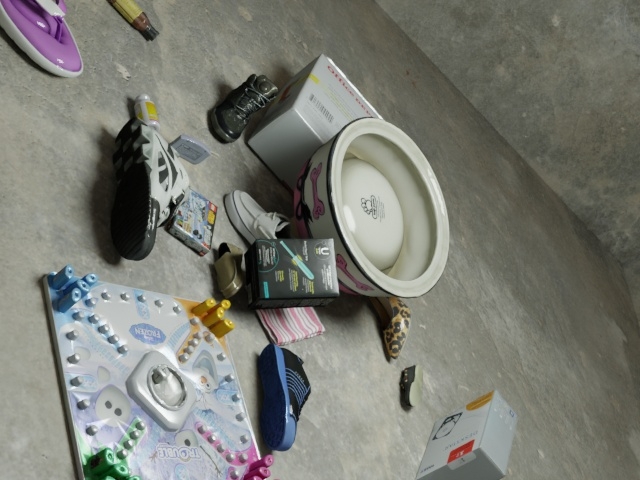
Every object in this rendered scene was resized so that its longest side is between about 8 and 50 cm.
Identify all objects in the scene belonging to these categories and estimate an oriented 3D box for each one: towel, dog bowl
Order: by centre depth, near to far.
[{"bbox_3d":[-0.068,0.141,1.950,0.197,0.029,0.144,-6,65,-59],"label":"towel"},{"bbox_3d":[0.107,-0.057,2.069,0.408,0.150,0.408,20,62,-43],"label":"dog bowl"}]

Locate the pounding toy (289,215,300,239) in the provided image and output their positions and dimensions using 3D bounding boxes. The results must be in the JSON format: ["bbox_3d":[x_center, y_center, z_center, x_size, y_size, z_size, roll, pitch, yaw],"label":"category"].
[{"bbox_3d":[0.006,0.000,2.149,0.181,0.094,0.206,34,35,-34],"label":"pounding toy"}]

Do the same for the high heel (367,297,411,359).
[{"bbox_3d":[0.118,0.148,2.212,0.186,0.093,0.261,17,55,-18],"label":"high heel"}]

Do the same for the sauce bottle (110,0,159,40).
[{"bbox_3d":[-0.415,-0.503,2.104,0.128,0.042,0.042,48,28,-18],"label":"sauce bottle"}]

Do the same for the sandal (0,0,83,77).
[{"bbox_3d":[-0.567,-0.502,1.799,0.416,0.102,0.169,60,28,9],"label":"sandal"}]

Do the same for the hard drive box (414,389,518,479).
[{"bbox_3d":[0.324,0.454,2.055,0.089,0.181,0.232,51,27,-7],"label":"hard drive box"}]

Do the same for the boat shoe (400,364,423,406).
[{"bbox_3d":[0.207,0.337,2.154,0.133,0.042,0.049,-71,141,-57],"label":"boat shoe"}]

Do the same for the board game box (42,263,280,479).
[{"bbox_3d":[-0.249,0.240,1.538,0.390,0.050,0.390,18,45,-49],"label":"board game box"}]

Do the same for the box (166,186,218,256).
[{"bbox_3d":[-0.254,-0.043,1.864,0.094,0.027,0.137,38,32,-26],"label":"box"}]

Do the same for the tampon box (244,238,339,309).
[{"bbox_3d":[-0.058,0.066,1.849,0.161,0.101,0.120,0,74,-19],"label":"tampon box"}]

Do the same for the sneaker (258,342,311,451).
[{"bbox_3d":[-0.058,0.295,1.741,0.090,0.081,0.232,27,37,-30],"label":"sneaker"}]

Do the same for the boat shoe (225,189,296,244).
[{"bbox_3d":[-0.101,-0.015,1.982,0.096,0.088,0.267,1,49,-56],"label":"boat shoe"}]

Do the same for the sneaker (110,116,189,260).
[{"bbox_3d":[-0.300,-0.083,1.736,0.146,0.122,0.330,31,36,-35],"label":"sneaker"}]

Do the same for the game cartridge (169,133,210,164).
[{"bbox_3d":[-0.274,-0.192,1.966,0.083,0.056,0.017,29,45,-41],"label":"game cartridge"}]

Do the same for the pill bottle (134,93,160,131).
[{"bbox_3d":[-0.357,-0.259,1.922,0.043,0.043,0.083,18,45,-49],"label":"pill bottle"}]

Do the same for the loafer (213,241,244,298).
[{"bbox_3d":[-0.184,0.057,1.840,0.050,0.056,0.148,38,22,-27],"label":"loafer"}]

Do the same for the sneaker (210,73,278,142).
[{"bbox_3d":[-0.176,-0.317,2.179,0.087,0.130,0.227,45,31,-14],"label":"sneaker"}]

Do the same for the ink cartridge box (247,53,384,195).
[{"bbox_3d":[0.006,-0.265,2.366,0.279,0.160,0.385,48,29,-16],"label":"ink cartridge box"}]
